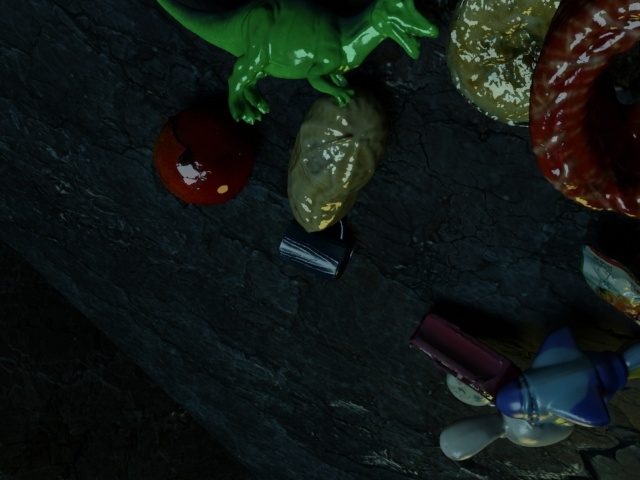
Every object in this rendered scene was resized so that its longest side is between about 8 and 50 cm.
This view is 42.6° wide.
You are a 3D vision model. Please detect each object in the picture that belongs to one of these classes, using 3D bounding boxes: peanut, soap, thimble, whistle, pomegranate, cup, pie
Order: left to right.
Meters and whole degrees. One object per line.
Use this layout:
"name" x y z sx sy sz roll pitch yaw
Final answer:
"pomegranate" -0.243 -0.181 1.693 0.235 0.210 0.210 48 158 34
"cup" -0.005 0.009 1.799 0.138 0.113 0.150 24 148 12
"peanut" 0.026 -0.152 1.526 0.174 0.158 0.340 58 154 14
"whistle" 0.326 0.295 1.924 0.258 0.067 0.126 45 133 -8
"soap" 0.304 0.250 1.788 0.250 0.099 0.162 32 177 32
"pie" 0.305 -0.275 1.217 0.274 0.055 0.274 23 146 16
"thimble" 0.432 -0.203 1.001 0.350 0.230 0.350 15 138 14

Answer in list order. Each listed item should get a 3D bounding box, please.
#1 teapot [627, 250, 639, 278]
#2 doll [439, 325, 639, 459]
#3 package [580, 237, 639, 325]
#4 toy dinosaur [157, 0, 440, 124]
"teapot" 0.614 0.091 1.407 0.200 0.077 0.107 38 178 -5
"doll" 0.458 0.297 1.617 0.187 0.376 0.365 50 138 12
"package" 0.516 0.086 1.419 0.166 0.040 0.232 40 176 27
"toy dinosaur" -0.083 -0.403 1.355 0.374 0.144 0.500 -43 80 31
